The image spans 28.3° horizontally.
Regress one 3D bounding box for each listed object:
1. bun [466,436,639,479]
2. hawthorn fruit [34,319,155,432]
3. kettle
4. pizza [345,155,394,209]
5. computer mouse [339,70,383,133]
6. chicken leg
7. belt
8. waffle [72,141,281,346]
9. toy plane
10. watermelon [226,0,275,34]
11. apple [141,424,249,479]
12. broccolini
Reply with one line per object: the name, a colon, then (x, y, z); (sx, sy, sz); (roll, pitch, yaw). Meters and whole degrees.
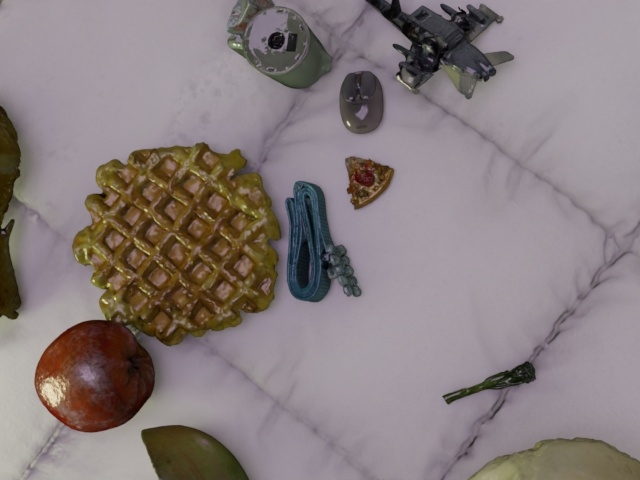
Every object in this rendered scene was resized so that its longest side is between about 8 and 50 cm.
bun: (0.311, 0.425, 1.662); (0.349, 0.227, 0.352); (-23, 103, 2)
hawthorn fruit: (-0.336, 0.201, 1.867); (0.173, 0.173, 0.172); (-1, 86, 13)
kettle: (-0.060, -0.271, 1.849); (0.127, 0.148, 0.098); (-23, 83, 9)
pizza: (0.060, -0.092, 1.868); (0.078, 0.025, 0.083); (43, 97, 10)
computer mouse: (0.059, -0.205, 1.870); (0.066, 0.039, 0.096); (-4, 84, 13)
chicken leg: (-0.540, -0.052, 1.962); (0.201, 0.153, 0.429); (-9, 91, 25)
belt: (-0.002, -0.001, 1.859); (0.100, 0.065, 0.179); (-8, 84, 23)
waffle: (-0.216, 0.006, 1.907); (0.325, 0.068, 0.302); (-9, 84, 14)
toy plane: (0.148, -0.306, 1.833); (0.262, 0.088, 0.192); (42, 68, 16)
watermelon: (-0.109, -0.343, 1.909); (0.085, 0.061, 0.085); (-1, 80, 6)
apple: (-0.160, 0.370, 1.809); (0.120, 0.193, 0.265); (-29, 77, 0)
broccolini: (0.238, 0.204, 1.800); (0.140, 0.035, 0.030); (-20, 78, 13)
